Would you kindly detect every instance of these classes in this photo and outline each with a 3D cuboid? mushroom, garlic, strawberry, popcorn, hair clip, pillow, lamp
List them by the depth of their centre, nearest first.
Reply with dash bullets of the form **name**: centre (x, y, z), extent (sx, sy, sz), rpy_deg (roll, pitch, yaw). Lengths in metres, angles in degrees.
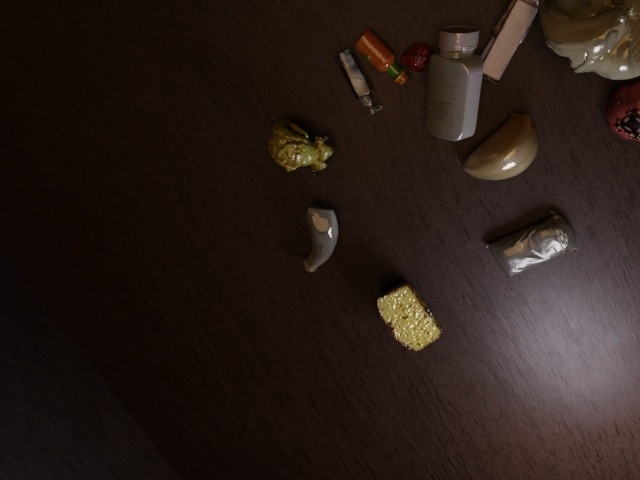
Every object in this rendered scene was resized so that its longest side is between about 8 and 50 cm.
- **lamp**: centre (0.879, -0.356, 1.376), extent (0.182, 0.140, 0.182), rpy_deg (31, 160, 13)
- **hair clip**: centre (0.535, -0.598, 1.384), extent (0.085, 0.101, 0.331), rpy_deg (30, 114, 3)
- **strawberry**: centre (0.283, -0.536, 1.482), extent (0.096, 0.083, 0.083), rpy_deg (0, 113, 21)
- **garlic**: centre (0.543, -0.264, 1.521), extent (0.245, 0.145, 0.164), rpy_deg (-36, 69, 26)
- **popcorn**: centre (-0.071, -0.298, 1.634), extent (0.195, 0.168, 0.174), rpy_deg (2, 106, -29)
- **pillow**: centre (0.688, 0.024, 1.636), extent (0.255, 0.059, 0.169), rpy_deg (-30, 106, 22)
- **mushroom**: centre (0.000, 0.000, 1.768), extent (0.118, 0.103, 0.270), rpy_deg (11, 120, 8)

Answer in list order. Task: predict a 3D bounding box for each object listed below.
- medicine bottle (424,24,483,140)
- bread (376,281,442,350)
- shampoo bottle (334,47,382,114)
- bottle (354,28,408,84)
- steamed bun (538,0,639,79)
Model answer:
- **medicine bottle**: centre (0.378, -0.444, 1.435), extent (0.161, 0.111, 0.296), rpy_deg (37, 141, 46)
- **bread**: centre (0.302, 0.250, 1.783), extent (0.160, 0.147, 0.260), rpy_deg (-38, 104, 15)
- **shampoo bottle**: centre (0.119, -0.484, 1.552), extent (0.063, 0.057, 0.208), rpy_deg (-27, 106, 15)
- **bottle**: centre (0.187, -0.540, 1.505), extent (0.187, 0.069, 0.069), rpy_deg (43, 116, -5)
- **steamed bun**: centre (0.689, -0.578, 1.261), extent (0.247, 0.352, 0.339), rpy_deg (12, 98, 52)
